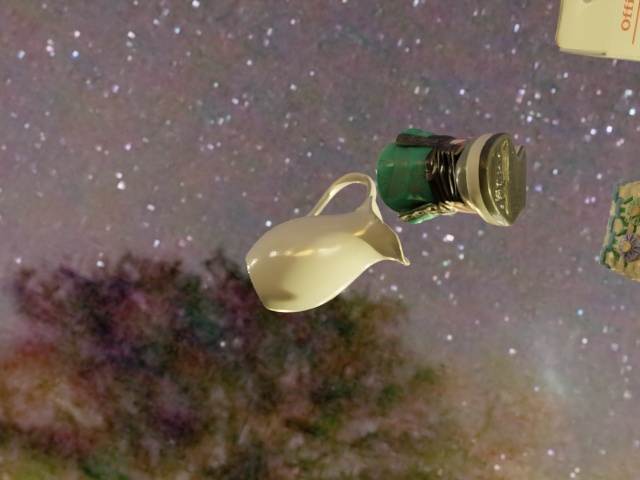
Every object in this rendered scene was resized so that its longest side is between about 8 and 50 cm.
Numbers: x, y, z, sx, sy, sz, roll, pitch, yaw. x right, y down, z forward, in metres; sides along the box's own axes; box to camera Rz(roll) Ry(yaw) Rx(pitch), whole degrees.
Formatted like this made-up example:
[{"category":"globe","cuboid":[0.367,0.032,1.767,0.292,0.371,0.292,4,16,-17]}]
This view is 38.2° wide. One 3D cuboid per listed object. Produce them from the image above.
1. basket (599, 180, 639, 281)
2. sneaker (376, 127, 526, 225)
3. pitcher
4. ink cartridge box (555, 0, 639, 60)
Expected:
[{"category":"basket","cuboid":[0.719,0.001,1.847,0.289,0.255,0.201,13,5,40]},{"category":"sneaker","cuboid":[0.150,-0.080,1.126,0.178,0.124,0.295,0,2,18]},{"category":"pitcher","cuboid":[0.000,0.000,1.304,0.207,0.178,0.125,-23,-41,6]},{"category":"ink cartridge box","cuboid":[0.265,-0.200,0.733,0.198,0.115,0.067,2,12,-19]}]
